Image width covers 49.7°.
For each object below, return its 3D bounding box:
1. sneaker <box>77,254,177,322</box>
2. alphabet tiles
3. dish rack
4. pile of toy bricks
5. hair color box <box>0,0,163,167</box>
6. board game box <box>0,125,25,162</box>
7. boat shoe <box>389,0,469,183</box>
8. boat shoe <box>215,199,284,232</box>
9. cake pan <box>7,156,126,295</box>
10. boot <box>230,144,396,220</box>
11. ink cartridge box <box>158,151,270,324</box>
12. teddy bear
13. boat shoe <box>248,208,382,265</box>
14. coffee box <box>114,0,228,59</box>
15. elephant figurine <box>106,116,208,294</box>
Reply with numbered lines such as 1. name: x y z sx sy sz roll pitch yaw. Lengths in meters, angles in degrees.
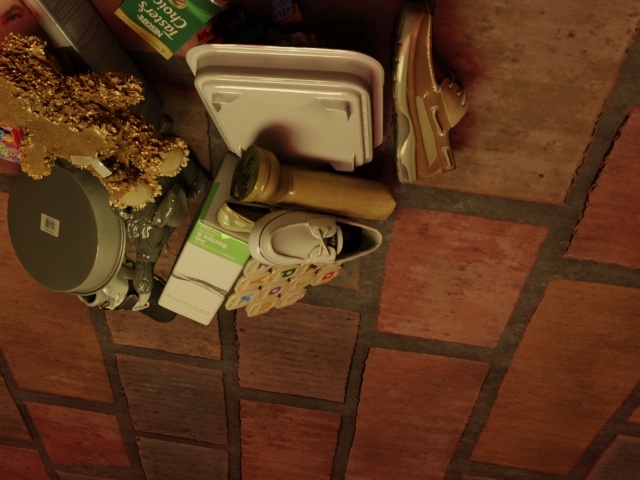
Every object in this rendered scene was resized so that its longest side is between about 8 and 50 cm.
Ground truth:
1. sneaker: -0.459 0.112 1.533 0.122 0.146 0.330 -25 126 30
2. alphabet tiles: -0.050 0.054 1.358 0.278 0.021 0.284 -14 149 -36
3. dish rack: -0.044 -0.189 1.087 0.286 0.072 0.333 4 166 6
4. pile of toy bricks: -0.086 -0.301 1.077 0.212 0.118 0.105 -14 169 32
5. hair color box: -0.447 -0.311 1.123 0.185 0.113 0.374 -15 129 24
6. board game box: -0.609 -0.206 1.319 0.169 0.033 0.133 -27 124 32
7. boat shoe: 0.171 -0.228 1.088 0.117 0.123 0.324 -4 141 5
8. boat shoe: -0.100 -0.039 1.181 0.153 0.056 0.048 12 146 -23
9. cake pan: -0.505 -0.029 1.345 0.293 0.054 0.293 6 103 28
10. boot: 0.000 -0.088 1.143 0.270 0.236 0.089 9 93 -15
11. ink cartridge box: -0.198 0.002 1.325 0.115 0.198 0.273 25 134 -11
12. teddy bear: -0.371 -0.181 1.087 0.338 0.113 0.245 20 133 -17
13. boat shoe: 0.000 0.000 1.181 0.088 0.096 0.268 7 -178 44
14. coffee box: -0.219 -0.374 1.064 0.184 0.040 0.113 -29 123 34
15. elephant figurine: -0.302 -0.060 1.254 0.169 0.239 0.186 -26 125 32
